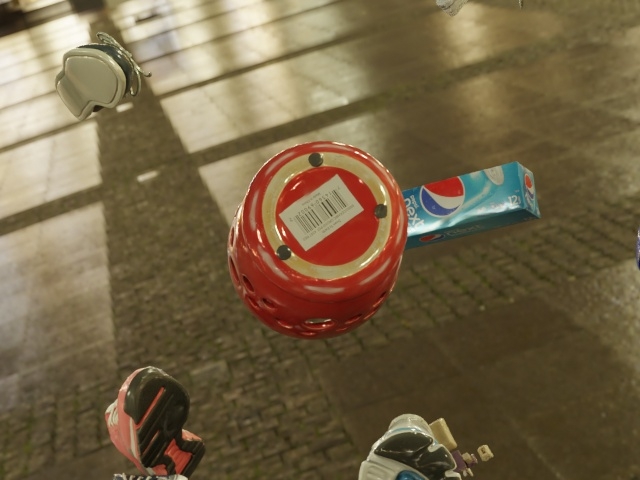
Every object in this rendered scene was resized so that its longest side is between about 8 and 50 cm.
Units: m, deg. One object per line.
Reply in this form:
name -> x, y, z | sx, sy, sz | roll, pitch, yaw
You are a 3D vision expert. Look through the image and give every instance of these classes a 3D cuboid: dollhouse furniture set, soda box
dollhouse furniture set -> 0.259, 0.377, 2.128 | 0.091, 0.081, 0.114 | -31, 56, 6
soda box -> 0.180, -0.043, 1.546 | 0.210, 0.067, 0.071 | -15, -16, 25

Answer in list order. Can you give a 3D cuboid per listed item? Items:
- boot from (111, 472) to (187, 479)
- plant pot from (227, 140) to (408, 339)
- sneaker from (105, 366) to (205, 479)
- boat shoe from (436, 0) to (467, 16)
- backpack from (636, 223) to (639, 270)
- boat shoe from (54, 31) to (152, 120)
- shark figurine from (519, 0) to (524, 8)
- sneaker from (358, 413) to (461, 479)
boot -> -0.255, 0.362, 1.640 | 0.190, 0.086, 0.069 | -46, 19, 56
plant pot -> 0.000, 0.000, 1.219 | 0.191, 0.191, 0.174 | -21, -10, -12
sneaker -> -0.266, 0.269, 1.673 | 0.136, 0.314, 0.116 | 25, 61, 19
boat shoe -> 0.185, -0.322, 1.437 | 0.100, 0.035, 0.035 | -55, 39, -4
backpack -> 0.426, -0.009, 1.353 | 0.101, 0.120, 0.098 | 8, 23, 5
boat shoe -> -0.282, -0.216, 1.509 | 0.079, 0.095, 0.254 | -40, 7, -20
shark figurine -> 0.266, -0.322, 1.045 | 0.278, 0.166, 0.116 | -14, 36, 46
sneaker -> 0.064, 0.192, 0.689 | 0.071, 0.190, 0.083 | -2, 11, 5
